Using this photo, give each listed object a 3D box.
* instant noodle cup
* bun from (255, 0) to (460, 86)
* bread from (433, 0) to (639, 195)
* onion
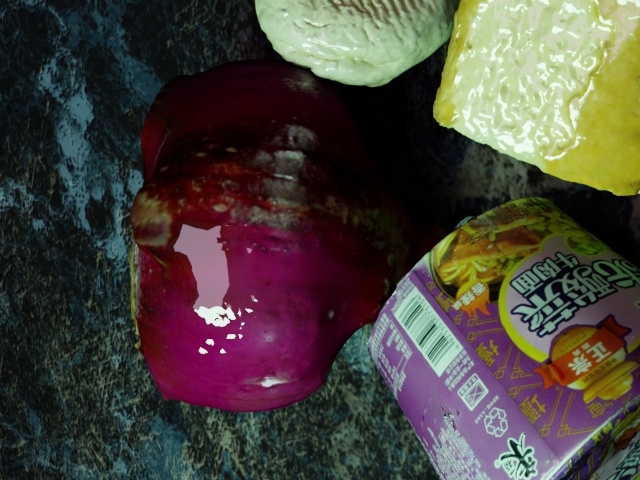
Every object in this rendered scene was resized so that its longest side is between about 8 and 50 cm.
[{"bbox_3d":[0.223,0.135,1.358,0.266,0.340,0.340,50,130,30],"label":"instant noodle cup"},{"bbox_3d":[0.039,-0.245,1.448,0.220,0.220,0.134,43,155,21],"label":"bun"},{"bbox_3d":[0.256,-0.244,1.191,0.237,0.165,0.375,23,121,19],"label":"bread"},{"bbox_3d":[0.000,0.000,1.492,0.420,0.398,0.398,5,111,4],"label":"onion"}]
